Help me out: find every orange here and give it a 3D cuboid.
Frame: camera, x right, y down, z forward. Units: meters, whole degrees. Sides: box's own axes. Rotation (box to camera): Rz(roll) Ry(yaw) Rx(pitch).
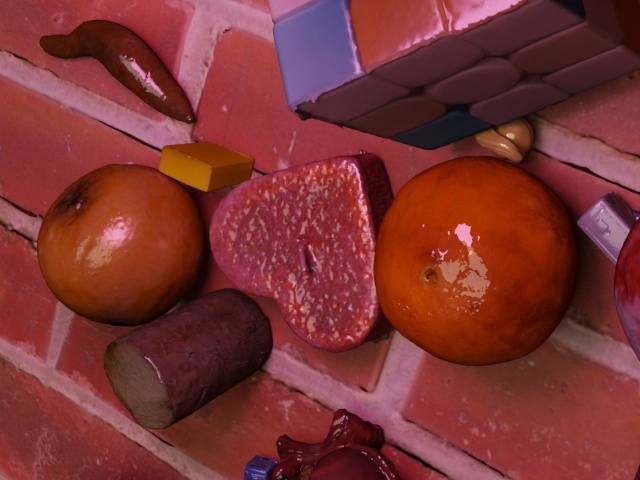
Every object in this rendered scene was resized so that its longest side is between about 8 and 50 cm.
[{"bbox_3d":[0.201,0.028,1.571,0.284,0.226,0.284,3,96,33],"label":"orange"}]

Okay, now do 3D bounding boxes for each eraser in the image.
[{"bbox_3d":[-0.175,-0.117,1.821,0.097,0.122,0.045,23,110,26],"label":"eraser"}]

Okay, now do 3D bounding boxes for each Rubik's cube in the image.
[{"bbox_3d":[0.154,-0.339,1.434,0.346,0.347,0.344,-19,76,30],"label":"Rubik's cube"}]

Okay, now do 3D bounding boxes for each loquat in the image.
[{"bbox_3d":[-0.310,0.002,1.840,0.263,0.263,0.263,5,100,29],"label":"loquat"}]

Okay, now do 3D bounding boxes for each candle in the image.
[{"bbox_3d":[0.000,0.000,1.738,0.317,0.131,0.287,40,112,18],"label":"candle"}]

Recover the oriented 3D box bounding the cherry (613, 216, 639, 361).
[{"bbox_3d":[0.511,0.075,1.335,0.291,0.335,0.326,-46,53,54],"label":"cherry"}]

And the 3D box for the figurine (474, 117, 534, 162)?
[{"bbox_3d":[0.223,-0.172,1.617,0.187,0.083,0.083,50,118,25],"label":"figurine"}]

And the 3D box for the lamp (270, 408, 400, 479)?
[{"bbox_3d":[0.036,0.382,1.776,0.215,0.151,0.223,-30,39,24],"label":"lamp"}]

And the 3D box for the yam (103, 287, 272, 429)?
[{"bbox_3d":[-0.206,0.181,1.815,0.161,0.268,0.161,13,114,31],"label":"yam"}]

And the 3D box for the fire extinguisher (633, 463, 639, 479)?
[{"bbox_3d":[0.448,0.312,1.544,0.147,0.106,0.337,31,111,39],"label":"fire extinguisher"}]

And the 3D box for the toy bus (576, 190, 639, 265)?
[{"bbox_3d":[0.420,0.022,1.528,0.190,0.075,0.064,50,117,15],"label":"toy bus"}]

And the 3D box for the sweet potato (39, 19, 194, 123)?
[{"bbox_3d":[-0.338,-0.298,1.914,0.346,0.079,0.108,29,123,27],"label":"sweet potato"}]

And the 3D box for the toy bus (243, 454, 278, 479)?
[{"bbox_3d":[-0.102,0.427,1.898,0.051,0.061,0.153,12,102,22],"label":"toy bus"}]
